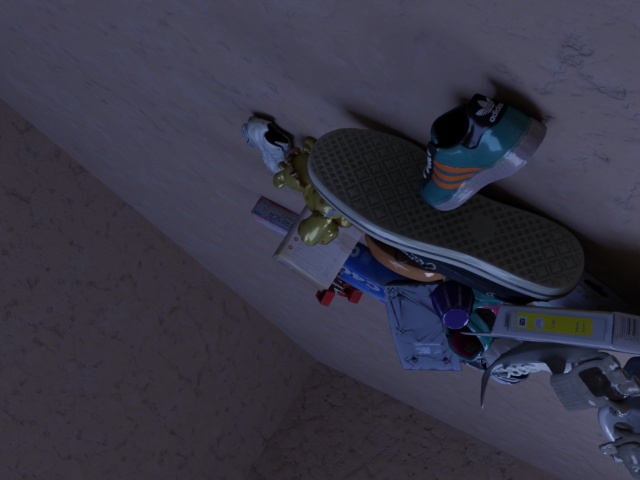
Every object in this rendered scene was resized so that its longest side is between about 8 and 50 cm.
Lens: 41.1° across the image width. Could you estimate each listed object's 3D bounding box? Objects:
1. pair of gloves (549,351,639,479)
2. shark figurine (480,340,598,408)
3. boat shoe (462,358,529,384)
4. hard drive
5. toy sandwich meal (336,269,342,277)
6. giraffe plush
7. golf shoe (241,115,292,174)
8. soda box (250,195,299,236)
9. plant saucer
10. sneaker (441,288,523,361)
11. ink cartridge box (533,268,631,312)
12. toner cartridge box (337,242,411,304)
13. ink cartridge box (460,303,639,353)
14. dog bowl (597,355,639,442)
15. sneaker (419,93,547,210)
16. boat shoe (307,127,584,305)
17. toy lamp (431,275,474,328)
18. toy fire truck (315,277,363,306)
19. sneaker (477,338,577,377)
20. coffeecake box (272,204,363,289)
[{"bbox_3d":[0.500,0.292,1.411,0.240,0.042,0.204,54,155,12],"label":"pair of gloves"},{"bbox_3d":[0.463,0.266,1.830,0.166,0.278,0.116,66,-170,-46],"label":"shark figurine"},{"bbox_3d":[0.417,0.295,2.271,0.301,0.108,0.102,31,167,-6],"label":"boat shoe"},{"bbox_3d":[0.259,0.206,2.111,0.172,0.054,0.254,-3,117,25],"label":"hard drive"},{"bbox_3d":[0.019,0.076,2.225,0.086,0.029,0.085,31,166,8],"label":"toy sandwich meal"},{"bbox_3d":[-0.008,-0.106,1.750,0.170,0.181,0.210,51,-178,15],"label":"giraffe plush"},{"bbox_3d":[-0.087,-0.190,1.793,0.086,0.069,0.176,8,153,47],"label":"golf shoe"},{"bbox_3d":[-0.096,-0.048,2.309,0.183,0.058,0.063,28,165,20],"label":"soda box"},{"bbox_3d":[0.182,0.030,1.784,0.200,0.037,0.200,20,-160,-8],"label":"plant saucer"},{"bbox_3d":[0.368,0.194,1.873,0.295,0.178,0.124,42,163,-35],"label":"sneaker"},{"bbox_3d":[0.476,0.093,1.616,0.145,0.045,0.179,36,148,-12],"label":"ink cartridge box"},{"bbox_3d":[0.129,0.086,2.243,0.348,0.075,0.165,30,167,10],"label":"toner cartridge box"},{"bbox_3d":[0.458,0.155,1.477,0.304,0.072,0.307,10,176,-38],"label":"ink cartridge box"},{"bbox_3d":[0.640,0.358,1.485,0.349,0.102,0.348,41,165,14],"label":"dog bowl"},{"bbox_3d":[0.206,-0.136,1.262,0.121,0.108,0.302,35,158,-8],"label":"sneaker"},{"bbox_3d":[0.201,-0.030,1.470,0.500,0.186,0.156,26,160,5],"label":"boat shoe"},{"bbox_3d":[0.238,0.063,1.582,0.080,0.080,0.274,37,-155,-18],"label":"toy lamp"},{"bbox_3d":[0.046,0.119,2.347,0.135,0.047,0.192,17,-154,-20],"label":"toy fire truck"},{"bbox_3d":[0.471,0.276,2.036,0.297,0.129,0.111,16,157,46],"label":"sneaker"},{"bbox_3d":[0.000,0.000,1.995,0.142,0.185,0.068,36,166,-11],"label":"coffeecake box"}]
